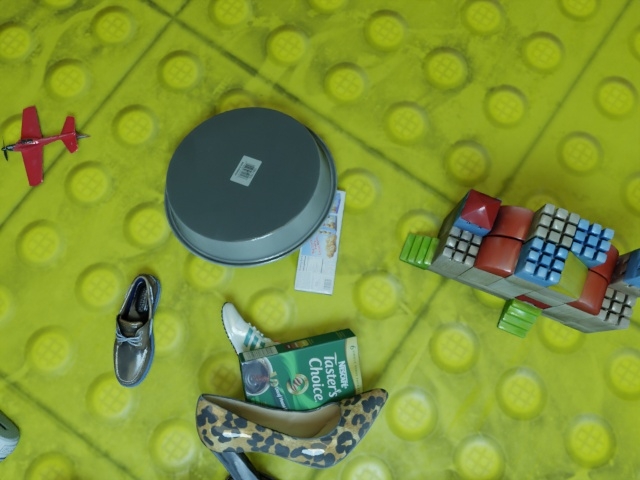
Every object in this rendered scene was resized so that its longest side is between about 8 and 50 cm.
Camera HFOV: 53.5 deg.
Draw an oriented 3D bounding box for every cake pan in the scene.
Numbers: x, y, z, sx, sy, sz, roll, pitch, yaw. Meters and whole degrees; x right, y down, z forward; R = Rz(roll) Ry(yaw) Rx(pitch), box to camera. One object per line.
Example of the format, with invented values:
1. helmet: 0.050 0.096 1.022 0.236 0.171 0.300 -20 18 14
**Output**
1. cake pan: -0.120 -0.100 1.032 0.293 0.054 0.293 -3 64 6

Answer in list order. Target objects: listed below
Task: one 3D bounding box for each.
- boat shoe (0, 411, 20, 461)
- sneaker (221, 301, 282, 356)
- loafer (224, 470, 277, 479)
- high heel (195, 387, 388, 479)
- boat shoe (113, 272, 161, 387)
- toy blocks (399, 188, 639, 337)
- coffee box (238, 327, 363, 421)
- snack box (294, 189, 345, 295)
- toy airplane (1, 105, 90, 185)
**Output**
1. boat shoe: -0.605 0.246 0.969 0.302 0.109 0.094 39 83 4
2. sneaker: -0.101 0.165 1.017 0.075 0.057 0.161 -24 84 -7
3. loafer: -0.035 0.464 0.933 0.109 0.095 0.302 -42 82 -8
4. high heel: -0.040 0.243 0.916 0.261 0.093 0.186 -33 104 -8
5. boat shoe: -0.301 0.141 1.012 0.066 0.066 0.183 4 78 1
6. toy blocks: 0.328 0.032 0.942 0.381 0.261 0.190 22 79 4
7. coffee box: -0.028 0.210 0.978 0.184 0.040 0.113 -10 104 -14
8. snack box: 0.000 0.000 1.067 0.064 0.022 0.178 8 79 2
9. toy airplane: -0.476 -0.169 1.094 0.151 0.028 0.151 0 77 0
